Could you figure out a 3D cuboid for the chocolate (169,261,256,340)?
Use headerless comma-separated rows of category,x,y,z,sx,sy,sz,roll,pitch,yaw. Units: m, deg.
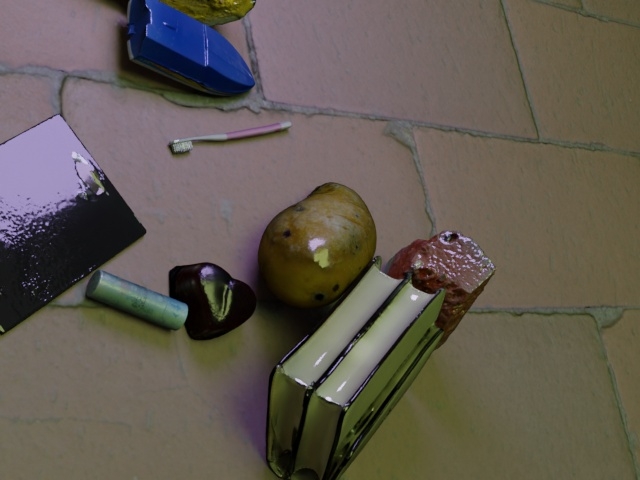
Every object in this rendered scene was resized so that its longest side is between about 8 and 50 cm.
chocolate,-0.176,0.095,1.854,0.149,0.080,0.125,39,48,-21

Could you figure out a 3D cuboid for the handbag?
handbag,0.061,0.227,1.885,0.160,0.236,0.358,27,44,18

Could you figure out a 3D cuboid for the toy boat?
toy boat,-0.224,-0.328,2.037,0.295,0.088,0.129,20,55,-45

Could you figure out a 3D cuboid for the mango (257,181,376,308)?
mango,0.004,0.007,2.001,0.176,0.176,0.329,58,27,-5

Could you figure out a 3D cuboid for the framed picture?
framed picture,-0.441,-0.035,1.742,0.244,0.013,0.324,55,45,-5

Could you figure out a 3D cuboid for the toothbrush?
toothbrush,-0.157,-0.188,2.059,0.286,0.020,0.025,-16,88,-43

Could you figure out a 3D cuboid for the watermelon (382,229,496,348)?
watermelon,0.203,0.086,2.060,0.140,0.257,0.192,-26,79,-45

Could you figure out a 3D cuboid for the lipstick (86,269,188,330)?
lipstick,-0.286,0.094,1.782,0.158,0.048,0.048,25,54,-28

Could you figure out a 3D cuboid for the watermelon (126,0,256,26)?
watermelon,-0.267,-0.459,2.026,0.301,0.129,0.123,17,60,-40
